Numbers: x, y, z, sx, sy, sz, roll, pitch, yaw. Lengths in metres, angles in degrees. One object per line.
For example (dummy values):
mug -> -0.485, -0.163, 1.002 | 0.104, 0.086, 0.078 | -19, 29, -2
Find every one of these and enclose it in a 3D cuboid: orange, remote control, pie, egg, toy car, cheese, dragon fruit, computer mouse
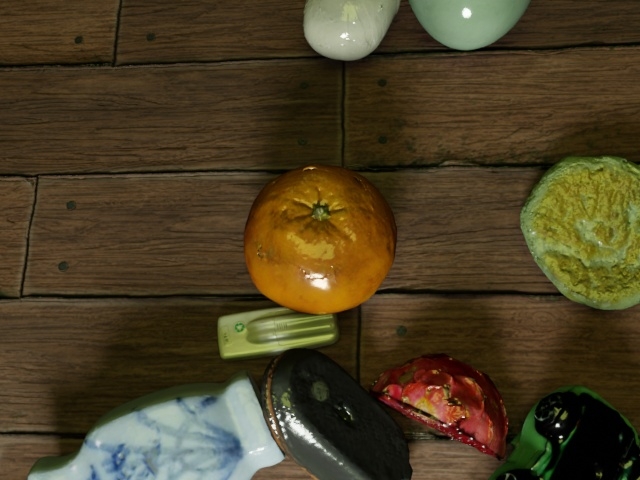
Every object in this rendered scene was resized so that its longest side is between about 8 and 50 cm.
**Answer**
orange -> 0.000, 0.000, 1.354 | 0.284, 0.226, 0.283 | -2, 64, 4
remote control -> -0.081, 0.169, 1.400 | 0.230, 0.049, 0.090 | -9, 69, 4
pie -> 0.536, -0.017, 1.396 | 0.323, 0.070, 0.323 | -2, 75, 6
egg -> 0.301, -0.566, 1.487 | 0.276, 0.276, 0.388 | 5, 70, 7
toy car -> 0.369, 0.418, 1.210 | 0.213, 0.176, 0.358 | 38, 70, -11
cheese -> 0.057, -0.469, 1.544 | 0.198, 0.154, 0.189 | 12, 79, 9
dragon fruit -> 0.217, 0.273, 1.299 | 0.262, 0.163, 0.189 | 21, 47, 12
computer mouse -> 0.020, 0.319, 1.263 | 0.323, 0.116, 0.183 | 46, 46, -13

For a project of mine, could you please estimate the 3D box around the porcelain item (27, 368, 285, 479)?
porcelain item -> -0.276, 0.384, 1.279 | 0.405, 0.178, 0.242 | -25, 72, -3
